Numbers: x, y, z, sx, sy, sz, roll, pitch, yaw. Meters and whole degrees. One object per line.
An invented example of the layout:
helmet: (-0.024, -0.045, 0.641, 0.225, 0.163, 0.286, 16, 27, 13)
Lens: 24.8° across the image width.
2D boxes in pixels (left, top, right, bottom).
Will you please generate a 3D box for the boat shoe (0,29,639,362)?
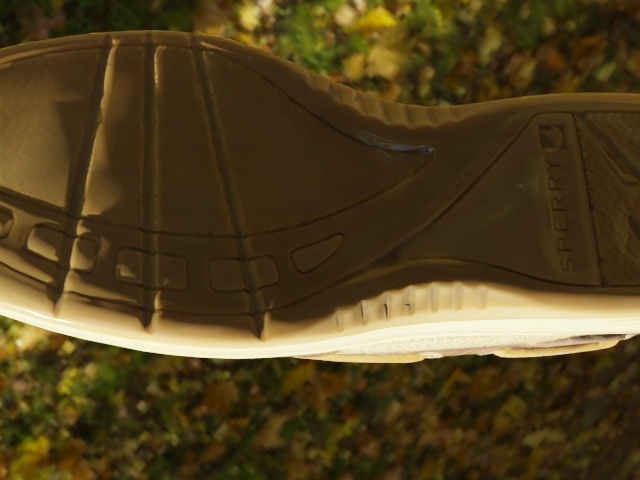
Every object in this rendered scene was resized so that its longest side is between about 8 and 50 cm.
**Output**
boat shoe: (0.000, 0.000, 0.581, 0.342, 0.123, 0.123, 0, 159, -11)
